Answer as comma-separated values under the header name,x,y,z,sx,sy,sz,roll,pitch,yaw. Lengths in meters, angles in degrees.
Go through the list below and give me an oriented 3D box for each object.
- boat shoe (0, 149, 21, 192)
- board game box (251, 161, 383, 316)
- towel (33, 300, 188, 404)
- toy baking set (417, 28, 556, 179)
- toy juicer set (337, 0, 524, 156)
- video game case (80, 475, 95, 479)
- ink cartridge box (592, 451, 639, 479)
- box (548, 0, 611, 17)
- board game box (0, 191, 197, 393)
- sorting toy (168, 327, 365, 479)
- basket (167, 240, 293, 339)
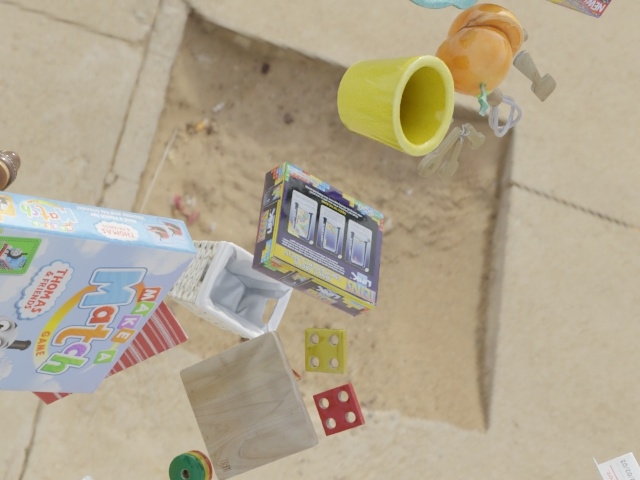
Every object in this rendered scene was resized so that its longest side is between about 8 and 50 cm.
name,x,y,z,sx,sy,sz,roll,pitch,yaw
boat shoe,-0.534,-0.072,1.694,0.073,0.207,0.073,-78,144,-65
board game box,0.000,0.000,1.446,0.170,0.048,0.141,28,55,-31
towel,-0.366,0.177,1.870,0.275,0.199,0.031,-24,65,-4
toy baking set,0.200,-0.176,1.433,0.256,0.196,0.030,-34,61,-18
toy juicer set,0.099,-0.236,0.790,0.090,0.328,0.209,15,27,40
video game case,-0.320,0.485,1.700,0.193,0.212,0.023,36,22,12
ink cartridge box,0.451,0.384,1.665,0.062,0.181,0.104,-23,50,3
box,0.316,-0.499,1.487,0.290,0.279,0.177,33,2,-44
board game box,-0.211,0.038,0.768,0.212,0.160,0.039,8,41,-44
sorting toy,-0.065,0.178,1.264,0.046,0.275,0.132,-6,72,-62
basket,-0.144,0.078,1.801,0.167,0.103,0.113,37,71,-43
